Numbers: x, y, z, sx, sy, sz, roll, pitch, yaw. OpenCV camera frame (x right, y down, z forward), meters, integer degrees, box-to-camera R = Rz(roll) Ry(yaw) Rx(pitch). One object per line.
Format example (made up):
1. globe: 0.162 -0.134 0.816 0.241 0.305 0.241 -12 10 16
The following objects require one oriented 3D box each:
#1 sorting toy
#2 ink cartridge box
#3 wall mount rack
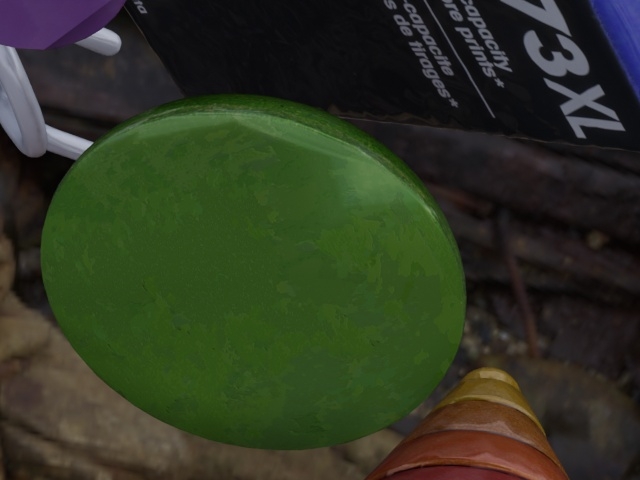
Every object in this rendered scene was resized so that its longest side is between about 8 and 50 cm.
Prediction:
1. sorting toy: 0.000 0.000 0.538 0.127 0.365 0.126 -17 31 24
2. ink cartridge box: 0.022 -0.118 0.509 0.069 0.176 0.371 -44 28 -23
3. wall mount rack: -0.165 -0.148 0.922 0.130 0.304 0.350 -28 47 -13
